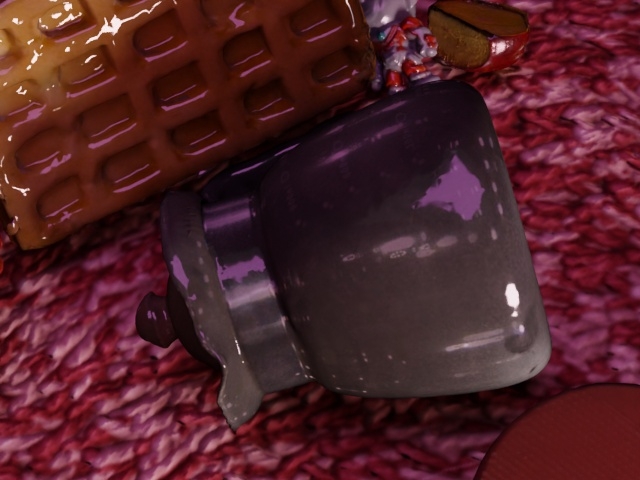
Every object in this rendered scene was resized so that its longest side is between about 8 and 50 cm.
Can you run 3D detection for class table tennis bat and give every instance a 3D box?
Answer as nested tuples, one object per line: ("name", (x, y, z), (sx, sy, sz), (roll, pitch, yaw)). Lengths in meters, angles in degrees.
("table tennis bat", (0.225, 0.169, 1.371), (0.200, 0.038, 0.310), (38, 60, 11))

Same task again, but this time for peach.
("peach", (0.126, -0.165, 1.620), (0.083, 0.050, 0.077), (9, 33, 1))

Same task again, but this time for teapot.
("teapot", (-0.004, -0.008, 1.435), (0.285, 0.223, 0.305), (-16, 58, 3))

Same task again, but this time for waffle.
("waffle", (-0.132, -0.152, 1.518), (0.327, 0.224, 0.098), (-27, 31, -9))

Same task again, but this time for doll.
("doll", (0.051, -0.185, 1.635), (0.094, 0.079, 0.180), (-33, 59, 22))

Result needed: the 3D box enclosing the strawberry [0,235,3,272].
("strawberry", (-0.391, -0.028, 1.475), (0.292, 0.292, 0.343), (-20, 42, -8))
